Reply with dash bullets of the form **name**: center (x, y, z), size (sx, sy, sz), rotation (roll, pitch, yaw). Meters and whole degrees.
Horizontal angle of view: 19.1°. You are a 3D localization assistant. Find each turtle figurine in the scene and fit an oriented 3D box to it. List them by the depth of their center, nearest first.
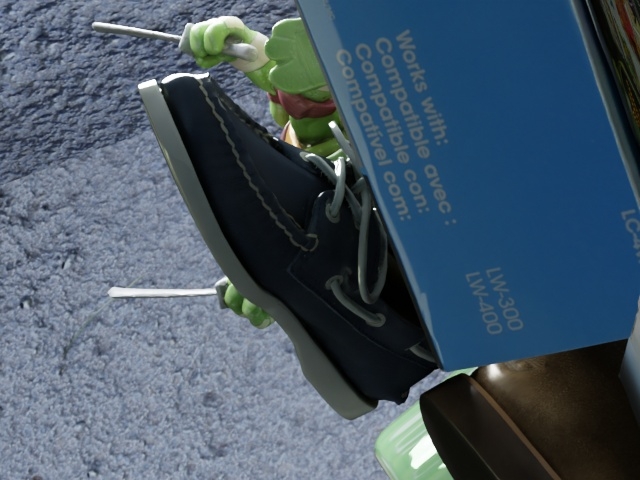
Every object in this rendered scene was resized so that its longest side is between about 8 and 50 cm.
- **turtle figurine**: center (-0.049, -0.050, 1.300), size (0.266, 0.274, 0.198), rotation (136, 153, -76)

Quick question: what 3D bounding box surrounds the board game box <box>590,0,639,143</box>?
- **board game box**: center (0.108, -0.026, 0.529), size (0.136, 0.030, 0.260), rotation (-91, -19, -82)

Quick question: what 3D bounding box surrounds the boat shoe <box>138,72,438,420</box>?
- **boat shoe**: center (0.000, 0.000, 0.861), size (0.254, 0.079, 0.095), rotation (55, -166, -47)

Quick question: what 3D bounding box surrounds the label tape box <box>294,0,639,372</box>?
- **label tape box**: center (0.051, -0.091, 0.762), size (0.348, 0.115, 0.249), rotation (-73, -37, -73)

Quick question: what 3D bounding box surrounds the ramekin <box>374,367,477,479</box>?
- **ramekin**: center (0.171, 0.220, 1.410), size (0.303, 0.148, 0.303), rotation (55, 179, 2)

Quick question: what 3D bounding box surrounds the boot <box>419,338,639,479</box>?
- **boot**: center (0.173, 0.149, 0.865), size (0.305, 0.115, 0.112), rotation (52, 165, 35)

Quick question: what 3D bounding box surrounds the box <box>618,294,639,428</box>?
- **box**: center (0.114, 0.083, 0.369), size (0.114, 0.036, 0.207), rotation (89, 167, -58)
